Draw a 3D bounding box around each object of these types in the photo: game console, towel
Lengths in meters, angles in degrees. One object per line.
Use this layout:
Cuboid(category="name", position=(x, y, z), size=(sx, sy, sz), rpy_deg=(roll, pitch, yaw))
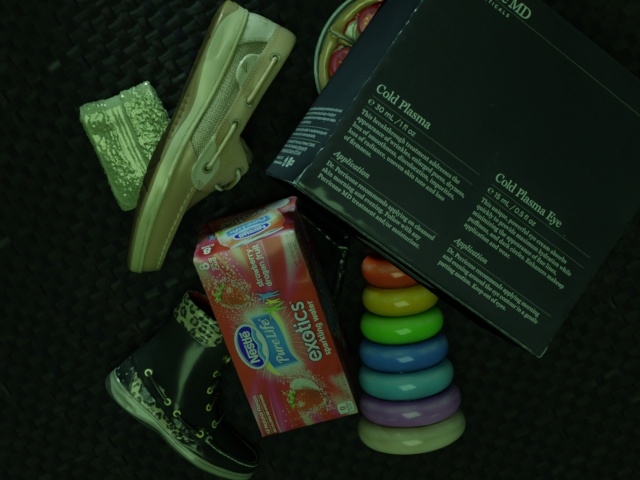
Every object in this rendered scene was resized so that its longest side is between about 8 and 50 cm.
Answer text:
Cuboid(category="game console", position=(0.000, 0.000, 1.354), size=(0.071, 0.122, 0.107), rpy_deg=(10, 109, -1))
Cuboid(category="towel", position=(-0.228, -0.116, 1.373), size=(0.110, 0.027, 0.148), rpy_deg=(-20, 107, 7))

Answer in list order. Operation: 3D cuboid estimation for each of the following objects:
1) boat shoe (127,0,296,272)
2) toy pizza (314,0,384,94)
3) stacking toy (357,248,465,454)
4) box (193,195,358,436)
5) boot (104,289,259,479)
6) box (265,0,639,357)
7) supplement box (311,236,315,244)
Cuboid(category="boat shoe", position=(-0.132, -0.108, 1.307), size=(0.110, 0.121, 0.341), rpy_deg=(22, 97, -14))
Cuboid(category="toy pizza", position=(0.092, -0.209, 1.330), size=(0.201, 0.032, 0.201), rpy_deg=(0, 108, 1))
Cuboid(category="stacking toy", position=(0.102, 0.094, 1.392), size=(0.141, 0.141, 0.330), rpy_deg=(-6, 101, 3))
Cuboid(category="box", position=(-0.050, 0.093, 1.340), size=(0.128, 0.122, 0.257), rpy_deg=(-16, 112, 7))
Cuboid(category="boot", position=(-0.141, 0.193, 1.443), size=(0.236, 0.085, 0.178), rpy_deg=(38, 103, -10))
Cuboid(category="box", position=(0.174, -0.100, 1.235), size=(0.343, 0.179, 0.312), rpy_deg=(35, 89, -14))
Cuboid(category="supplement box", position=(-0.050, 0.023, 1.405), size=(0.055, 0.043, 0.083), rpy_deg=(31, 106, -8))
